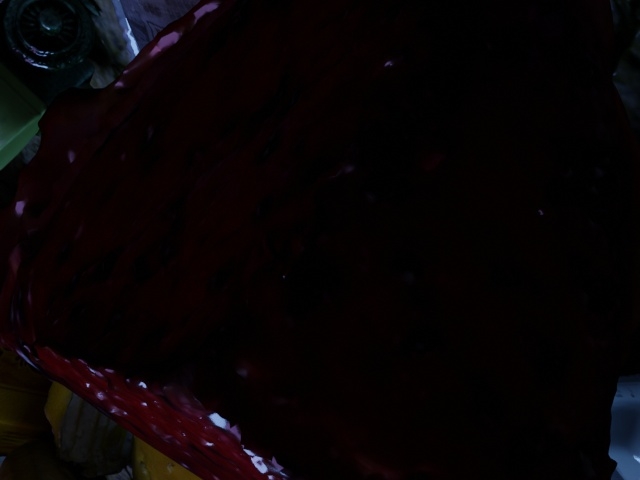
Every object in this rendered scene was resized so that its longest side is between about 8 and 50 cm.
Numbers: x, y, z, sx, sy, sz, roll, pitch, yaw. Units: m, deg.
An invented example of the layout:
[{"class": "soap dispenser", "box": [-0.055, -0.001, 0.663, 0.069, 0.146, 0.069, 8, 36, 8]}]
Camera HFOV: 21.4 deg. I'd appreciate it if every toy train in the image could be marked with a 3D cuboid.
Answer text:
[{"class": "toy train", "box": [-0.259, -0.136, 1.076, 0.253, 0.157, 0.105, 44, 152, -2]}]

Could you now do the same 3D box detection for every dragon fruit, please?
[{"class": "dragon fruit", "box": [0.008, 0.005, 0.760, 0.228, 0.286, 0.329, 34, 160, -25]}]

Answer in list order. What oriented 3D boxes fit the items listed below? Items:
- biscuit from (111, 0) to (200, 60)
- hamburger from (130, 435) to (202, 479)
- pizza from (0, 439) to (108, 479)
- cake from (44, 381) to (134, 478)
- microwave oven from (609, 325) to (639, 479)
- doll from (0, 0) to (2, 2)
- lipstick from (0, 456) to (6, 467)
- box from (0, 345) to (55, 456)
[{"class": "biscuit", "box": [-0.005, -0.118, 0.856, 0.309, 0.079, 0.186, 19, 141, 39]}, {"class": "hamburger", "box": [0.011, 0.179, 1.157, 0.304, 0.174, 0.284, 22, 140, 30]}, {"class": "pizza", "box": [-0.157, 0.246, 1.230, 0.229, 0.081, 0.289, 48, 176, -1]}, {"class": "cake", "box": [-0.161, 0.069, 1.220, 0.080, 0.185, 0.116, 14, -176, -34]}, {"class": "microwave oven", "box": [0.182, 0.054, 0.769, 0.122, 0.162, 0.208, 51, 155, -13]}, {"class": "doll", "box": [-0.278, -0.237, 0.922, 0.303, 0.156, 0.201, 18, 110, 38]}, {"class": "lipstick", "box": [-0.342, 0.308, 1.883, 0.253, 0.077, 0.079, 50, 152, -12]}, {"class": "box", "box": [-0.320, 0.106, 1.406, 0.264, 0.115, 0.415, 14, 167, -30]}]
